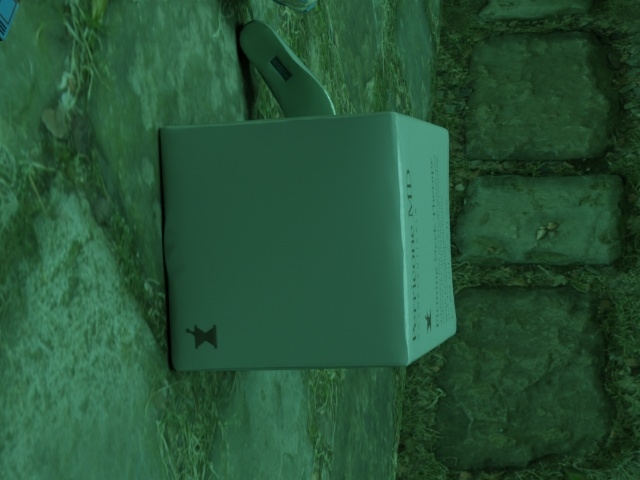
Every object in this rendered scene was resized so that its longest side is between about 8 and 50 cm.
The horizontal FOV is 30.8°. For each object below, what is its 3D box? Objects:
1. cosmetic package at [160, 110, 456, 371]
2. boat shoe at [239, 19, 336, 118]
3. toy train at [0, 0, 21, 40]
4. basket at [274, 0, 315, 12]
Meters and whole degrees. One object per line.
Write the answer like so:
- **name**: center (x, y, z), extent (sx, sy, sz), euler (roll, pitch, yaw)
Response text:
- **cosmetic package**: center (0.000, 0.000, 1.652), extent (0.393, 0.327, 0.329), euler (-8, 95, -74)
- **boat shoe**: center (-0.046, -0.258, 1.870), extent (0.227, 0.079, 0.081), euler (54, 12, -6)
- **toy train**: center (-0.318, -0.253, 0.984), extent (0.184, 0.080, 0.105), euler (61, 36, -60)
- **basket**: center (-0.044, -0.480, 1.734), extent (0.255, 0.201, 0.289), euler (-61, 179, -11)
